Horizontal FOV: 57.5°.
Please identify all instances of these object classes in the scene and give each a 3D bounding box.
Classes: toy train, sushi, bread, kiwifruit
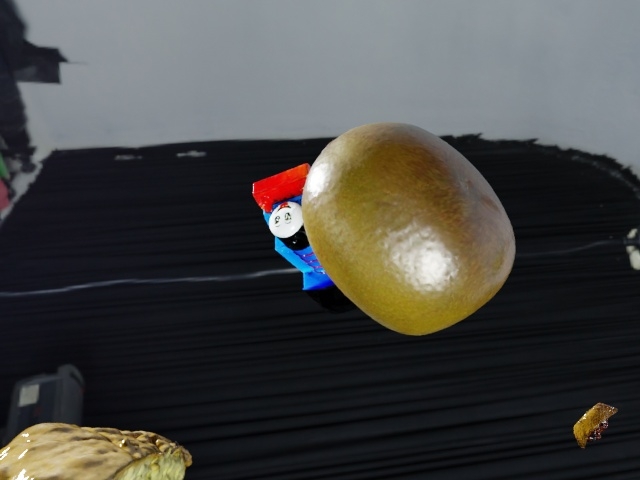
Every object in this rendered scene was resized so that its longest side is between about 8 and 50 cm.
[{"bbox_3d":[0.000,0.000,0.765,0.204,0.083,0.131,44,-144,-49],"label":"toy train"},{"bbox_3d":[0.509,0.347,1.089,0.047,0.050,0.099,45,118,28],"label":"sushi"},{"bbox_3d":[-0.200,0.222,0.464,0.229,0.140,0.143,84,-167,-72],"label":"bread"},{"bbox_3d":[0.086,-0.019,0.620,0.234,0.196,0.196,52,167,9],"label":"kiwifruit"}]
